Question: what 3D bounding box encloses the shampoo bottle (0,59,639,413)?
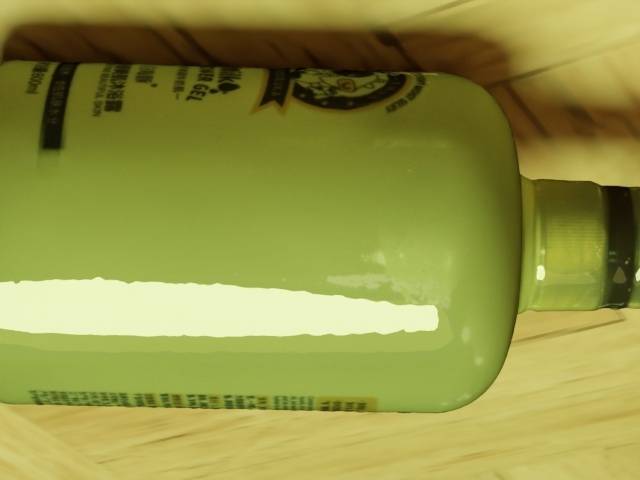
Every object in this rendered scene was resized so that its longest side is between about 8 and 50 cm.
[{"bbox_3d":[0.000,0.000,0.403,0.162,0.079,0.079,1,149,1],"label":"shampoo bottle"}]
